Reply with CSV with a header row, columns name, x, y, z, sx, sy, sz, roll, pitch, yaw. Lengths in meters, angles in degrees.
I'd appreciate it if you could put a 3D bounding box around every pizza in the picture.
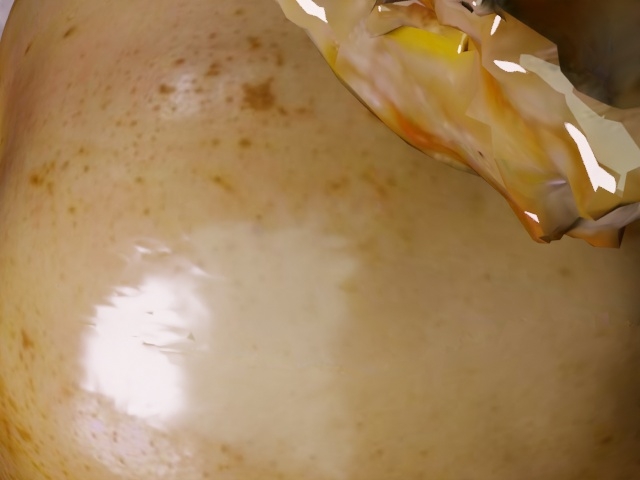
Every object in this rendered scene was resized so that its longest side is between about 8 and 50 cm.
name,x,y,z,sx,sy,sz,roll,pitch,yaw
pizza,0.039,-0.127,0.521,0.440,0.406,0.130,16,130,-4

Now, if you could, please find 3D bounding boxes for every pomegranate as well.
name,x,y,z,sx,sy,sz,roll,pitch,yaw
pomegranate,0.000,0.000,0.692,0.319,0.319,0.319,11,116,24
